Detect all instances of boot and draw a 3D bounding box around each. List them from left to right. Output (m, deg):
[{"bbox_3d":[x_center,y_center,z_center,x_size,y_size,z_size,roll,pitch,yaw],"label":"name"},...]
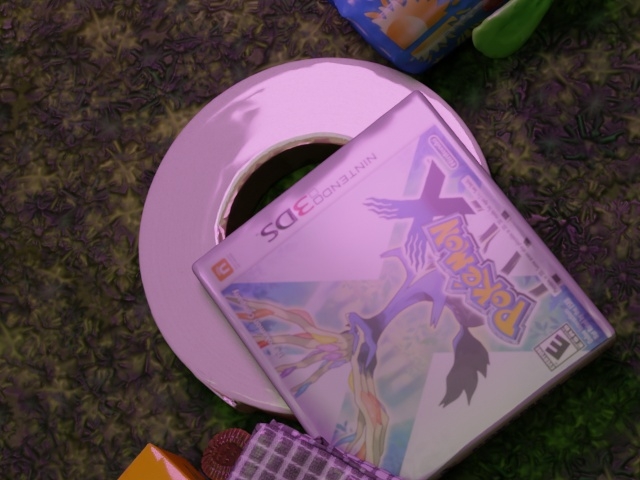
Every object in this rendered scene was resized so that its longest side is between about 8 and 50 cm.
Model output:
[{"bbox_3d":[-0.052,0.237,1.628,0.158,0.084,0.059,2,64,44],"label":"boot"}]

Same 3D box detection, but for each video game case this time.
[{"bbox_3d":[0.077,0.061,1.576,0.300,0.036,0.329,-38,71,3],"label":"video game case"}]

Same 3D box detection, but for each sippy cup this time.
[{"bbox_3d":[0.116,-0.302,1.650,0.240,0.305,0.224,41,101,-9],"label":"sippy cup"}]

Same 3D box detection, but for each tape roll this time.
[{"bbox_3d":[0.000,0.000,1.669,0.392,0.072,0.392,-3,76,14],"label":"tape roll"}]

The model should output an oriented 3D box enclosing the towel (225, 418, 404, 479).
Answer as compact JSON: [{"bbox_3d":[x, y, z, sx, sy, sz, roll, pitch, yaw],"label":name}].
[{"bbox_3d":[-0.017,0.326,1.448,0.235,0.121,0.283,26,83,19],"label":"towel"}]

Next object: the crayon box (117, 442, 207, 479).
[{"bbox_3d":[-0.167,0.443,1.577,0.313,0.106,0.363,40,88,21],"label":"crayon box"}]
